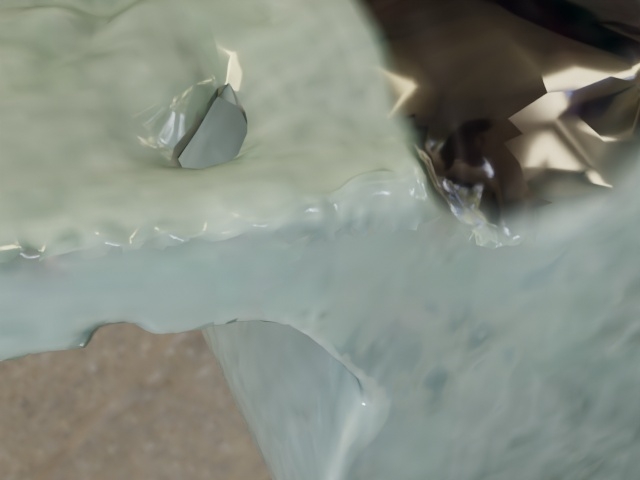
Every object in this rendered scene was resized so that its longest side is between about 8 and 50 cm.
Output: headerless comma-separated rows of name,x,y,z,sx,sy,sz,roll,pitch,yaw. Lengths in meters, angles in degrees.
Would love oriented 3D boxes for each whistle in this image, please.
whistle,0.003,-0.024,0.453,0.405,0.168,0.188,16,121,-38
